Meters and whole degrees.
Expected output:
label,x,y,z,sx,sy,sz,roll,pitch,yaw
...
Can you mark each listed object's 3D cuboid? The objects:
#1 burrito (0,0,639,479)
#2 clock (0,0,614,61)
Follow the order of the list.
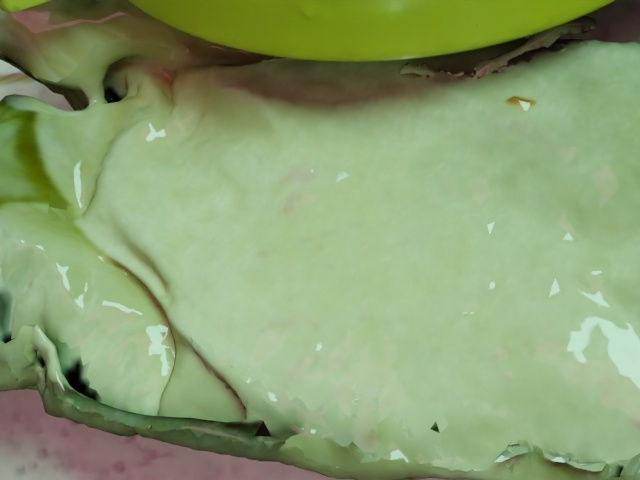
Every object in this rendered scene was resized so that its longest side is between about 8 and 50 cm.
label,x,y,z,sx,sy,sz,roll,pitch,yaw
burrito,0.001,-0.003,0.547,0.332,0.135,0.190,6,80,15
clock,0.029,-0.167,0.554,0.294,0.071,0.277,4,50,16
